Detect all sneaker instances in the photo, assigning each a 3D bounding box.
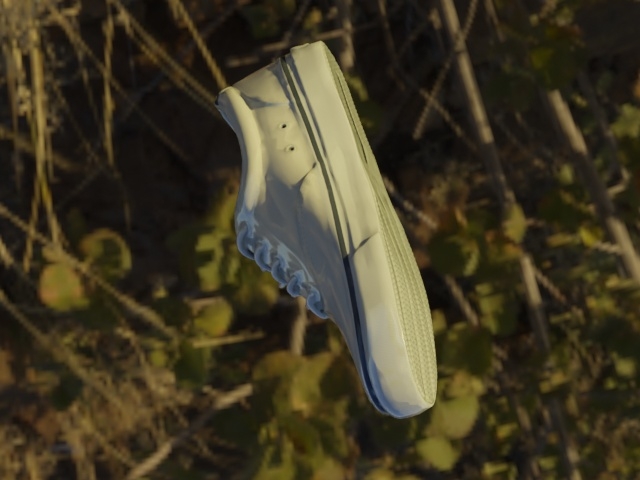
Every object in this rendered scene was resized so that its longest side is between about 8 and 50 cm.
[{"bbox_3d":[0.000,0.000,0.889,0.091,0.258,0.094,-24,146,11],"label":"sneaker"}]
